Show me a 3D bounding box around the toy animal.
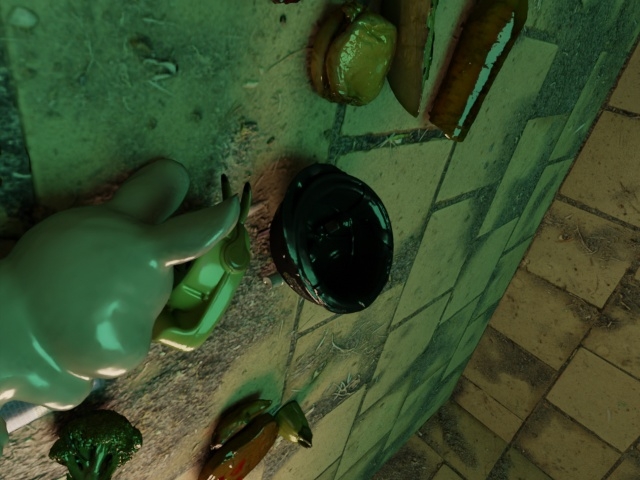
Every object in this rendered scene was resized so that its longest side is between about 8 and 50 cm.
[{"bbox_3d":[-0.267,0.034,0.426,0.367,0.196,0.241,-29,137,-32],"label":"toy animal"}]

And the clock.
[{"bbox_3d":[-0.164,0.020,0.578,0.069,0.170,0.232,33,85,-36],"label":"clock"}]

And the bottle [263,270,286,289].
[{"bbox_3d":[-0.026,0.050,0.871,0.217,0.060,0.060,-21,134,-40],"label":"bottle"}]

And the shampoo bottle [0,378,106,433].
[{"bbox_3d":[-0.359,0.183,0.556,0.258,0.061,0.104,-23,135,-39],"label":"shampoo bottle"}]

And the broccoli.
[{"bbox_3d":[-0.344,0.323,0.648,0.130,0.120,0.131,26,131,-37],"label":"broccoli"}]

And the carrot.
[{"bbox_3d":[0.332,-0.374,0.910,0.114,0.114,0.302,-10,130,-48],"label":"carrot"}]

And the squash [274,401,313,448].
[{"bbox_3d":[-0.061,0.535,1.183,0.105,0.132,0.105,-30,138,-32],"label":"squash"}]

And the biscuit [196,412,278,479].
[{"bbox_3d":[-0.208,0.567,1.072,0.257,0.049,0.273,-31,150,-35],"label":"biscuit"}]

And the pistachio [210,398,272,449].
[{"bbox_3d":[-0.190,0.418,0.991,0.172,0.049,0.090,-31,165,-35],"label":"pistachio"}]

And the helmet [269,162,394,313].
[{"bbox_3d":[0.000,0.000,0.757,0.279,0.160,0.231,42,64,-30],"label":"helmet"}]

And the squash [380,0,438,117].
[{"bbox_3d":[0.182,-0.357,0.693,0.154,0.204,0.237,-15,133,-15],"label":"squash"}]

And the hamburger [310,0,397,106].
[{"bbox_3d":[0.051,-0.284,0.651,0.138,0.083,0.147,-20,135,-48],"label":"hamburger"}]

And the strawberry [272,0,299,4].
[{"bbox_3d":[0.003,-0.377,0.496,0.174,0.098,0.228,11,113,-54],"label":"strawberry"}]
